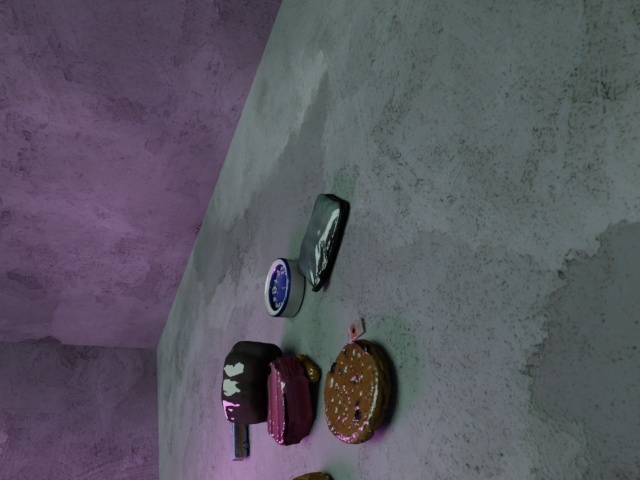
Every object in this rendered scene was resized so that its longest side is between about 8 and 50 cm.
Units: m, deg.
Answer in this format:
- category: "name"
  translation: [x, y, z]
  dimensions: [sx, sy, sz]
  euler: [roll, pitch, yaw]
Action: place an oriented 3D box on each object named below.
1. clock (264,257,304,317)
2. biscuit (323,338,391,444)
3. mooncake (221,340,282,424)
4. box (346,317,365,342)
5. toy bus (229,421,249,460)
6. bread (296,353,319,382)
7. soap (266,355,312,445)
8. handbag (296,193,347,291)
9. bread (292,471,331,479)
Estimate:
- category: "clock"
  translation: [-0.142, 0.187, 1.946]
  dimensions: [0.230, 0.083, 0.231]
  euler: [-33, 51, 54]
- category: "biscuit"
  translation: [0.104, 0.420, 1.389]
  dimensions: [0.296, 0.075, 0.296]
  euler: [-43, 40, 50]
- category: "mooncake"
  translation: [-0.239, 0.519, 1.820]
  dimensions: [0.154, 0.306, 0.306]
  euler: [-2, 77, 24]
- category: "box"
  translation: [0.107, 0.272, 1.501]
  dimensions: [0.083, 0.012, 0.046]
  euler: [-49, 42, 44]
- category: "toy bus"
  translation: [-0.353, 0.847, 2.145]
  dimensions: [0.064, 0.075, 0.191]
  euler: [-49, 41, 47]
- category: "bread"
  translation: [-0.047, 0.437, 1.712]
  dimensions: [0.157, 0.044, 0.052]
  euler: [-155, 70, -63]
- category: "soap"
  translation: [-0.113, 0.537, 1.682]
  dimensions: [0.182, 0.112, 0.290]
  euler: [-3, 92, 60]
- category: "handbag"
  translation: [-0.001, 0.003, 1.746]
  dimensions: [0.191, 0.074, 0.333]
  euler: [34, 108, 58]
- category: "bread"
  translation: [-0.032, 0.800, 1.498]
  dimensions: [0.199, 0.104, 0.199]
  euler: [-24, 63, 58]
